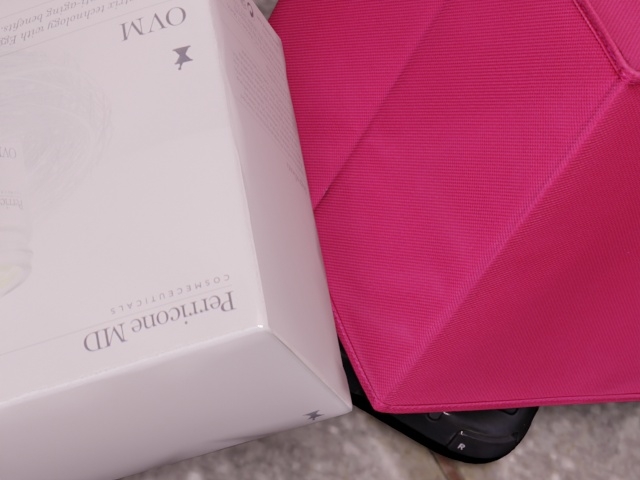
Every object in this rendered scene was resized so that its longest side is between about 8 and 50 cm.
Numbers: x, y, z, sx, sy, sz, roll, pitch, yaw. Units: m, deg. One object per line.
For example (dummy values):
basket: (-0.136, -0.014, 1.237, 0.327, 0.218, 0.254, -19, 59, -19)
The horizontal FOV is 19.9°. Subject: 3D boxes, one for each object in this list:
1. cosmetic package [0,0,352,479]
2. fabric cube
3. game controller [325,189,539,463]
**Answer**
cosmetic package: (-0.125, -0.003, 0.919, 0.224, 0.138, 0.224, -18, 65, 12)
fabric cube: (0.141, -0.086, 0.996, 0.254, 0.258, 0.259, -1, 50, -31)
game controller: (0.000, 0.000, 1.075, 0.319, 0.067, 0.166, 31, 42, -2)
